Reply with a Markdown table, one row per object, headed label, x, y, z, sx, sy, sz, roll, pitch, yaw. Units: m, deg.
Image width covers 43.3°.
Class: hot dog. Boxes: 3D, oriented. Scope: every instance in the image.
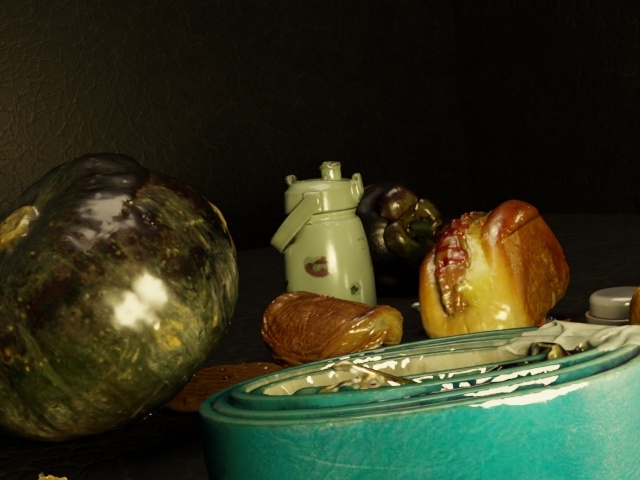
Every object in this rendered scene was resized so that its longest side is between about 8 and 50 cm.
| label | x | y | z | sx | sy | sz | roll | pitch | yaw |
| --- | --- | --- | --- | --- | --- | --- | --- | --- | --- |
| hot dog | 0.308 | 0.051 | 1.449 | 0.185 | 0.223 | 0.405 | -17 | 2 | 30 |
| hot dog | 0.023 | 0.158 | 1.382 | 0.196 | 0.122 | 0.272 | -13 | 13 | -40 |

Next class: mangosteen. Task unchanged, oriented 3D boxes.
| label | x | y | z | sx | sy | sz | roll | pitch | yaw |
| --- | --- | --- | --- | --- | --- | --- | --- | --- | --- |
| mangosteen | 0.176 | -0.024 | 2.085 | 0.297 | 0.296 | 0.313 | -6 | -33 | 5 |

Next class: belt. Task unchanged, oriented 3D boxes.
| label | x | y | z | sx | sy | sz | roll | pitch | yaw |
| --- | --- | --- | --- | --- | --- | --- | --- | --- | --- |
| belt | 0.108 | 0.181 | 0.758 | 0.437 | 0.172 | 0.300 | -6 | 3 | 0 |

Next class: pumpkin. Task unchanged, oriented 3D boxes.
| label | x | y | z | sx | sy | sz | roll | pitch | yaw |
| --- | --- | --- | --- | --- | --- | --- | --- | --- | --- |
| pumpkin | -0.329 | 0.087 | 1.180 | 0.455 | 0.344 | 0.454 | -27 | 33 | 19 |

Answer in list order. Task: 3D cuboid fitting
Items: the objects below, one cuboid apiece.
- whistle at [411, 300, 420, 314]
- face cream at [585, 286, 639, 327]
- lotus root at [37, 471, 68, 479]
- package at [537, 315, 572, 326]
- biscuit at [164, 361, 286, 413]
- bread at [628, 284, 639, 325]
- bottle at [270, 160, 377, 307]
| label | x | y | z | sx | sy | sz | roll | pitch | yaw |
| --- | --- | --- | --- | --- | --- | --- | --- | --- | --- |
| whistle | 0.262 | 0.119 | 1.625 | 0.102 | 0.105 | 0.253 | 39 | 21 | 16 |
| face cream | 0.471 | 0.128 | 1.244 | 0.117 | 0.104 | 0.117 | -7 | 6 | 1 |
| lotus root | -0.094 | 0.246 | 0.506 | 0.314 | 0.141 | 0.169 | 10 | 17 | 38 |
| package | 0.394 | 0.152 | 1.453 | 0.111 | 0.033 | 0.077 | -9 | 14 | 26 |
| biscuit | -0.151 | 0.230 | 1.255 | 0.212 | 0.036 | 0.212 | -7 | 4 | 1 |
| bread | 0.427 | 0.126 | 0.850 | 0.179 | 0.194 | 0.340 | -5 | 10 | -7 |
| bottle | 0.000 | 0.000 | 1.835 | 0.229 | 0.351 | 0.229 | -8 | 6 | 1 |
